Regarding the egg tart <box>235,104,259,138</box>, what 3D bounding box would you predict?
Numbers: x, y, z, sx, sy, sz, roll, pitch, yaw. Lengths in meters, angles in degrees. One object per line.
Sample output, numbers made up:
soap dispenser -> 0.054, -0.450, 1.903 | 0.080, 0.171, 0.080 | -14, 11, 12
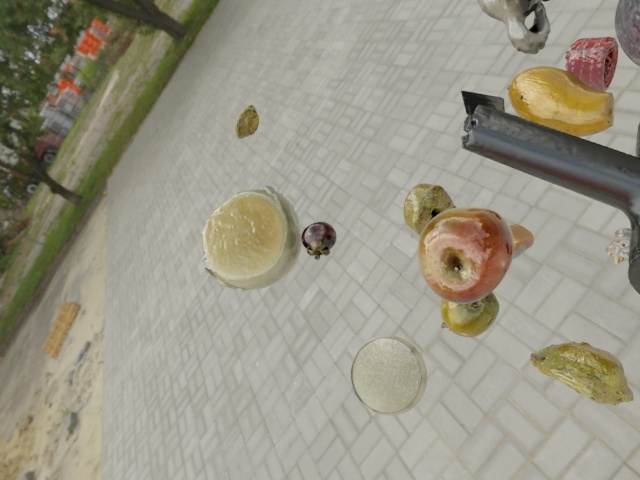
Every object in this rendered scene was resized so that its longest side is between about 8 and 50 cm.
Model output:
egg tart -> -0.258, -0.420, 1.511 | 0.131, 0.052, 0.130 | -59, -11, -18

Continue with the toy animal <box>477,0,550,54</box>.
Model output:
toy animal -> 0.482, -0.605, 0.912 | 0.344, 0.303, 0.194 | -39, 16, -6

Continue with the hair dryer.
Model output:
hair dryer -> 0.254, -0.071, 0.382 | 0.089, 0.251, 0.197 | 95, -162, -62

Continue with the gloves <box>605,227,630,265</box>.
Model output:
gloves -> 1.170, 0.018, 1.623 | 0.110, 0.094, 0.145 | 1, 60, 14

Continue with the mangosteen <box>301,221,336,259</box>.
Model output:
mangosteen -> -0.001, -0.003, 0.948 | 0.080, 0.080, 0.081 | -30, 45, 35

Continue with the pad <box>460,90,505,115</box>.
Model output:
pad -> 0.441, -0.360, 1.139 | 0.112, 0.157, 0.003 | 22, 91, 27

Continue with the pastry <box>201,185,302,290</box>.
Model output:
pastry -> -0.165, -0.003, 1.029 | 0.264, 0.133, 0.265 | -2, 83, 15

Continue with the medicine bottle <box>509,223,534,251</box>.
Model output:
medicine bottle -> 0.878, 0.008, 1.928 | 0.112, 0.222, 0.150 | 51, 133, 30

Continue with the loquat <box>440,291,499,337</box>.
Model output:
loquat -> 0.543, 0.265, 1.588 | 0.246, 0.213, 0.214 | -53, 31, 41

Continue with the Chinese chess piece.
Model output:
Chinese chess piece -> 0.108, 0.214, 0.673 | 0.121, 0.051, 0.122 | -7, 72, 21

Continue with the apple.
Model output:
apple -> 0.273, 0.018, 0.797 | 0.199, 0.199, 0.199 | -30, 45, 35

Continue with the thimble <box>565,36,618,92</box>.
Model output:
thimble -> 0.936, -0.603, 1.461 | 0.124, 0.190, 0.163 | 22, 65, 42

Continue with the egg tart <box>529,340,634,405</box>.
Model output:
egg tart -> 0.936, 0.450, 1.517 | 0.339, 0.350, 0.153 | -150, 75, -71

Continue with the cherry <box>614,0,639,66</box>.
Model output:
cherry -> 0.490, -0.311, 0.549 | 0.195, 0.195, 0.195 | -30, 45, 35

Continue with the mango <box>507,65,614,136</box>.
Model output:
mango -> 0.752, -0.435, 1.346 | 0.359, 0.143, 0.187 | 52, 133, 36

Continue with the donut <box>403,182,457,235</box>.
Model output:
donut -> 0.451, -0.119, 1.759 | 0.209, 0.261, 0.128 | -52, 43, -2
